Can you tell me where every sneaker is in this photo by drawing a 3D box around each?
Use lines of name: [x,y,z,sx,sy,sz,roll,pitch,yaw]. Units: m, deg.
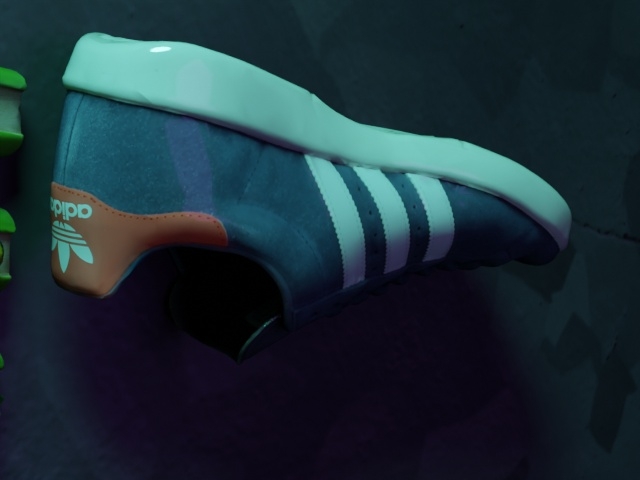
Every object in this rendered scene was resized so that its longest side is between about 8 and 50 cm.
sneaker: [0.000,0.000,0.694,0.350,0.131,0.148,14,91,-38]

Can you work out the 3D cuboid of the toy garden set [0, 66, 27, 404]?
toy garden set: [-0.188,0.037,0.507,0.204,0.049,0.244,3,92,-67]
